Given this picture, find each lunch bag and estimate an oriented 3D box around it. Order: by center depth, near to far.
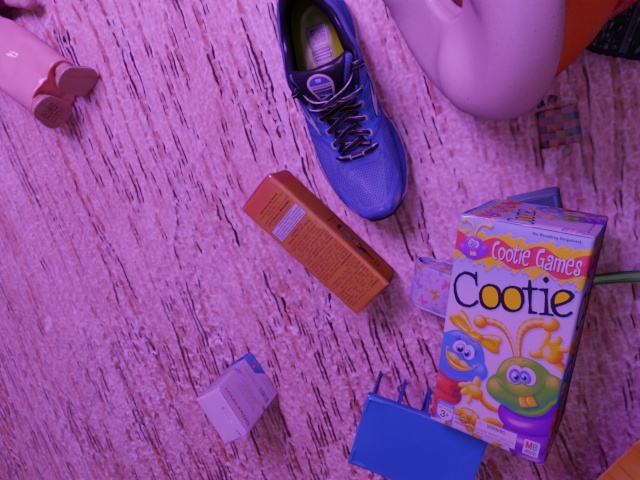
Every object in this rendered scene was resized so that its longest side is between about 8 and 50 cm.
[{"bbox_3d":[0.170,0.065,0.694,0.083,0.053,0.070,18,109,38],"label":"lunch bag"}]

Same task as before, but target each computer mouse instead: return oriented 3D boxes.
[{"bbox_3d":[0.414,-0.237,0.565,0.242,0.041,0.071,16,115,5],"label":"computer mouse"}]

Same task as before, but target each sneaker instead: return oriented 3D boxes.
[{"bbox_3d":[0.016,-0.176,0.634,0.130,0.147,0.329,-21,97,20],"label":"sneaker"}]

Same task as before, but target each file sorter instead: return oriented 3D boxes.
[{"bbox_3d":[0.147,0.285,0.724,0.171,0.104,0.118,17,107,13],"label":"file sorter"}]

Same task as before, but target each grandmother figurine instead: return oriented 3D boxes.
[{"bbox_3d":[-0.545,-0.327,0.796,0.342,0.104,0.207,40,83,7],"label":"grandmother figurine"}]

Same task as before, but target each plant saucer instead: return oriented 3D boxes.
[{"bbox_3d":[0.309,0.026,0.663,0.067,0.018,0.191,-12,98,18],"label":"plant saucer"}]

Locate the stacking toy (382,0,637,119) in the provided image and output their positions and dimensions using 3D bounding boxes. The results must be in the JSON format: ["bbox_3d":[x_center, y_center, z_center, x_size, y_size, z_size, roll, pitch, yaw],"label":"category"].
[{"bbox_3d":[0.297,-0.366,0.464,0.481,0.350,0.350,-26,94,3],"label":"stacking toy"}]

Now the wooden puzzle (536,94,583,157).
[{"bbox_3d":[0.310,-0.148,0.628,0.050,0.006,0.083,-9,100,18],"label":"wooden puzzle"}]

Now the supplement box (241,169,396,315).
[{"bbox_3d":[0.000,0.000,0.716,0.233,0.078,0.080,41,110,5],"label":"supplement box"}]

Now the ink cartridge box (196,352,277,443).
[{"bbox_3d":[-0.133,0.254,0.789,0.052,0.122,0.088,-32,92,20],"label":"ink cartridge box"}]

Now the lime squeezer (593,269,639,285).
[{"bbox_3d":[0.454,-0.012,0.598,0.310,0.059,0.110,-48,60,17],"label":"lime squeezer"}]

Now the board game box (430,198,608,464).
[{"bbox_3d":[0.248,0.101,0.608,0.142,0.144,0.274,14,109,33],"label":"board game box"}]

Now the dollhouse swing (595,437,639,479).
[{"bbox_3d":[0.572,0.371,0.603,0.315,0.305,0.346,50,135,40],"label":"dollhouse swing"}]
